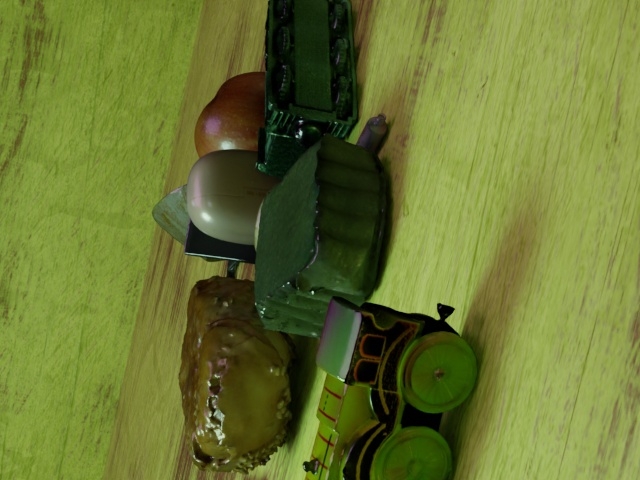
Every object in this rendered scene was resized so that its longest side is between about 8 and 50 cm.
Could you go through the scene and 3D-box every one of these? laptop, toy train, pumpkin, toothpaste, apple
[{"bbox_3d":[-0.116,-0.031,2.121,0.016,0.197,0.135,32,-113,-70],"label":"laptop"},{"bbox_3d":[-0.030,-0.239,2.021,0.178,0.138,0.330,110,165,-45],"label":"toy train"},{"bbox_3d":[-0.162,-0.020,2.245,0.217,0.217,0.110,124,135,-57],"label":"pumpkin"},{"bbox_3d":[0.056,-0.116,1.800,0.170,0.028,0.045,119,151,-55],"label":"toothpaste"},{"bbox_3d":[0.053,0.200,1.319,0.100,0.160,0.296,-155,76,-68],"label":"toy train"},{"bbox_3d":[-0.123,-0.190,2.242,0.201,0.162,0.201,-158,90,-81],"label":"apple"}]

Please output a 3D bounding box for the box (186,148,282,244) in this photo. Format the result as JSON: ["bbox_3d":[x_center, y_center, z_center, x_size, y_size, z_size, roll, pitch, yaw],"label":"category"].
[{"bbox_3d":[-0.105,-0.065,2.030,0.088,0.200,0.146,144,128,-61],"label":"box"}]

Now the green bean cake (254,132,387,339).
[{"bbox_3d":[0.000,0.000,1.742,0.227,0.125,0.222,127,153,-56],"label":"green bean cake"}]

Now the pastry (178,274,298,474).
[{"bbox_3d":[-0.114,0.190,1.954,0.311,0.162,0.255,-102,25,-53],"label":"pastry"}]

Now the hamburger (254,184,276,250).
[{"bbox_3d":[-0.039,-0.014,1.937,0.126,0.081,0.141,-49,-32,-50],"label":"hamburger"}]

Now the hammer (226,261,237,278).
[{"bbox_3d":[-0.144,0.022,2.476,0.201,0.021,0.078,130,148,-64],"label":"hammer"}]
